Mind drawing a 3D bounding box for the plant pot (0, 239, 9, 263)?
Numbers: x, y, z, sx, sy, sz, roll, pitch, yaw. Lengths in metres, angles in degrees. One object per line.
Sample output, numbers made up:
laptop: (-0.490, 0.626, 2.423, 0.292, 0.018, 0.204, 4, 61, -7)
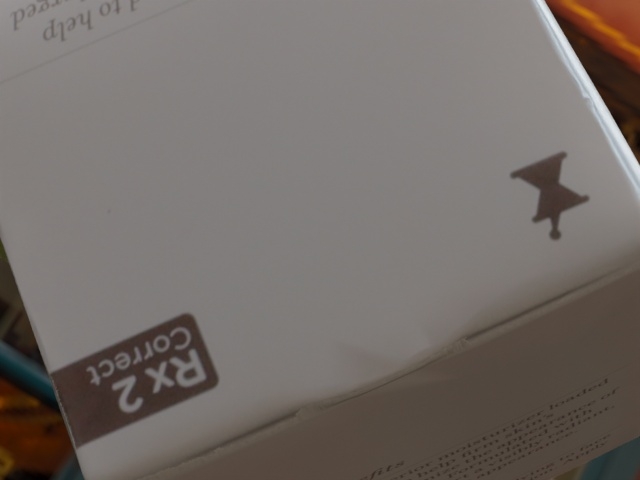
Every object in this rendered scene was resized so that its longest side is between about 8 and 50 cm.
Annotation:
plant pot: (-0.061, -0.120, 0.827, 0.274, 0.293, 0.275, 27, 19, -10)

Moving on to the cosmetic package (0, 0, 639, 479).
cosmetic package: (0.000, 0.000, 0.488, 0.184, 0.151, 0.151, 70, -4, -67)
